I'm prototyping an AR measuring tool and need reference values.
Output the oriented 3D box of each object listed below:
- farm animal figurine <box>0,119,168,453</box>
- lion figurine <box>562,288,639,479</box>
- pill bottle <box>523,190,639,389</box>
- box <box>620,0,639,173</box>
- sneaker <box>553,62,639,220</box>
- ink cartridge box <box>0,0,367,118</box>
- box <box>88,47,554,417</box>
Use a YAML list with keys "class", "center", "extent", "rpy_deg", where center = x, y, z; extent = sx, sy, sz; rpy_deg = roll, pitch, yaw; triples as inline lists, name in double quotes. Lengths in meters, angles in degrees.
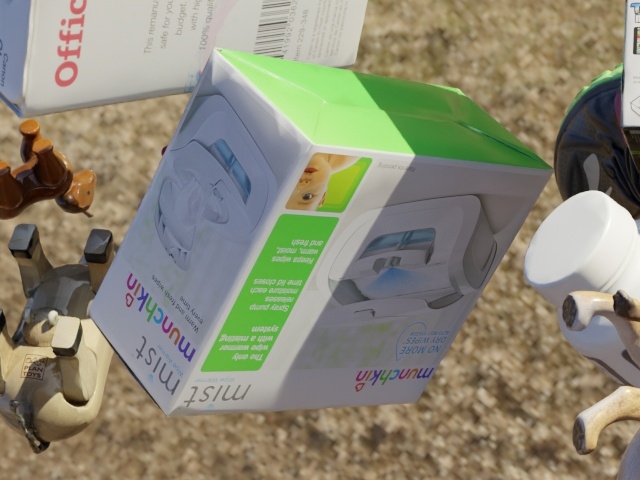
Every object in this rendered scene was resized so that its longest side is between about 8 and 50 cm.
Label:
- class: "farm animal figurine"
  center: [-0.185, 0.053, 1.312]
  extent: [0.330, 0.172, 0.327]
  rpy_deg: [18, 51, 21]
- class: "lion figurine"
  center: [0.308, 0.196, 1.310]
  extent: [0.142, 0.240, 0.392]
  rpy_deg: [-103, 19, -48]
- class: "pill bottle"
  center: [0.383, 0.087, 1.686]
  extent: [0.176, 0.318, 0.176]
  rpy_deg: [-42, 25, 25]
- class: "box"
  center: [0.225, -0.113, 0.987]
  extent: [0.036, 0.207, 0.114]
  rpy_deg: [2, 86, 15]
- class: "sneaker"
  center: [0.402, -0.106, 1.755]
  extent: [0.483, 0.185, 0.202]
  rpy_deg: [130, 161, -65]
- class: "ink cartridge box"
  center: [-0.106, -0.233, 1.107]
  extent: [0.131, 0.306, 0.226]
  rpy_deg: [42, 130, 40]
- class: "box"
  center: [0.000, 0.000, 1.083]
  extent: [0.127, 0.262, 0.231]
  rpy_deg: [45, 118, 36]
